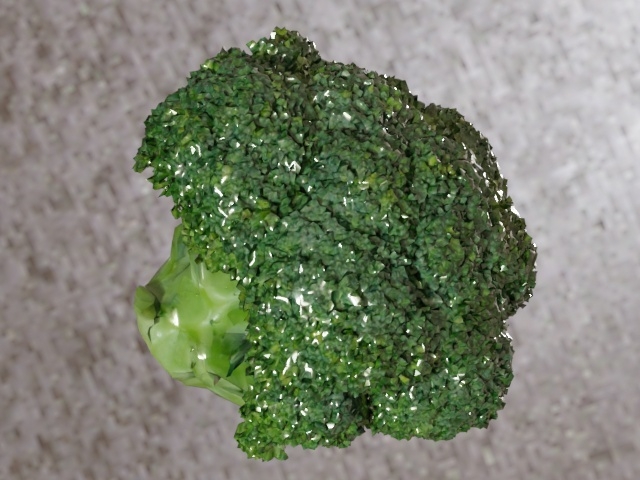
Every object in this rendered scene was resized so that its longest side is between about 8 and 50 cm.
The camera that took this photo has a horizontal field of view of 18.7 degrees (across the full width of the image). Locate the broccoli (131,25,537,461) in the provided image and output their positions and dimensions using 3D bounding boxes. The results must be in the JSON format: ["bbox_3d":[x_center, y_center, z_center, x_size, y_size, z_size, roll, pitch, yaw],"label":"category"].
[{"bbox_3d":[0.000,0.000,0.766,0.195,0.156,0.195,29,52,-46],"label":"broccoli"}]
